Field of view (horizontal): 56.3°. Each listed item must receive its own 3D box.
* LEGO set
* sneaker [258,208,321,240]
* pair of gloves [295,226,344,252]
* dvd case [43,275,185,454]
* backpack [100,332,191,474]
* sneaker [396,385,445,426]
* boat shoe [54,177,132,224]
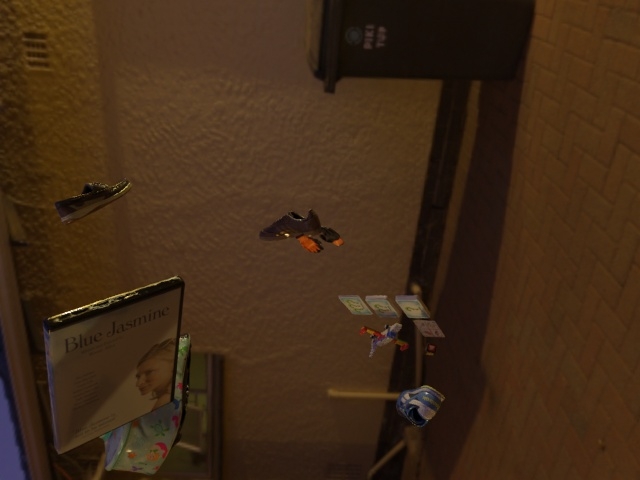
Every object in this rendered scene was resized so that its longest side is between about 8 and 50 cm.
[{"bbox_3d":[0.162,0.196,1.283,0.244,0.183,0.060,51,-134,-45],"label":"LEGO set"},{"bbox_3d":[-0.082,-0.042,1.562,0.066,0.189,0.071,-29,-70,-59],"label":"sneaker"},{"bbox_3d":[0.000,0.000,1.223,0.074,0.083,0.010,42,-144,-44],"label":"pair of gloves"},{"bbox_3d":[-0.275,0.171,0.814,0.022,0.180,0.253,41,133,33],"label":"dvd case"},{"bbox_3d":[-0.348,0.308,1.147,0.225,0.191,0.253,-58,31,29],"label":"backpack"},{"bbox_3d":[0.174,0.311,1.106,0.059,0.053,0.144,-59,1,-30],"label":"sneaker"},{"bbox_3d":[-0.403,-0.081,1.070,0.152,0.056,0.049,-45,-63,-48],"label":"boat shoe"}]
